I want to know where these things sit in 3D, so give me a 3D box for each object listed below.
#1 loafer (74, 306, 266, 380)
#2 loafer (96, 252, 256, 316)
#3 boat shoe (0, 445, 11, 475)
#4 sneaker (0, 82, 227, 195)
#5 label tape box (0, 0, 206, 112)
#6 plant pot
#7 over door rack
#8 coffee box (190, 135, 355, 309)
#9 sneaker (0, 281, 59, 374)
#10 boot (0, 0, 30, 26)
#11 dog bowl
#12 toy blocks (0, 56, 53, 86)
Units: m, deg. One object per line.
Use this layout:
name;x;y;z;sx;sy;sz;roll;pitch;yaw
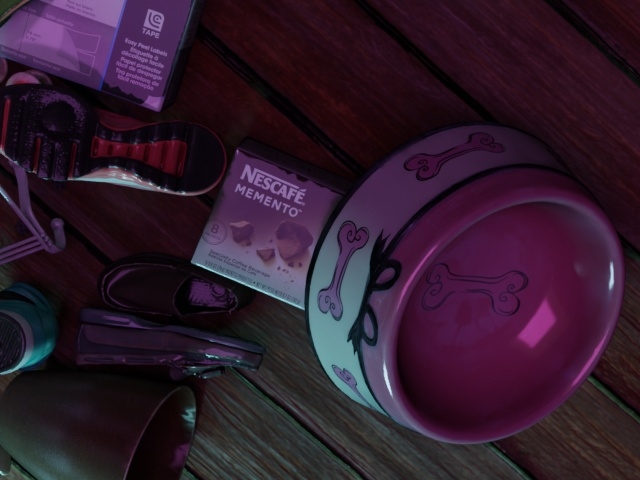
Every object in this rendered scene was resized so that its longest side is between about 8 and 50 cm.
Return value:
loafer;-0.208;0.155;1.542;0.267;0.096;0.084;11;84;11
loafer;-0.201;0.063;1.534;0.220;0.078;0.080;-1;102;4
boat shoe;-0.488;0.281;1.622;0.042;0.049;0.133;-24;98;14
sneaker;-0.284;-0.113;1.455;0.313;0.136;0.116;14;83;-12
label tape box;-0.258;-0.362;1.431;0.240;0.106;0.334;19;104;0
plant pot;-0.320;0.266;1.541;0.230;0.215;0.215;17;104;15
over door rack;-0.512;-0.063;1.453;0.239;0.108;0.324;-20;141;12
coffee box;0.000;0.000;1.484;0.297;0.119;0.168;24;103;-2
sneaker;-0.477;0.119;1.524;0.295;0.178;0.124;3;93;20
boot;-0.370;-0.338;1.335;0.305;0.115;0.112;-42;92;12
dog bowl;0.193;0.069;1.373;0.408;0.150;0.408;-11;117;-23
toy blocks;-0.422;-0.205;1.456;0.123;0.148;0.054;26;104;-1
